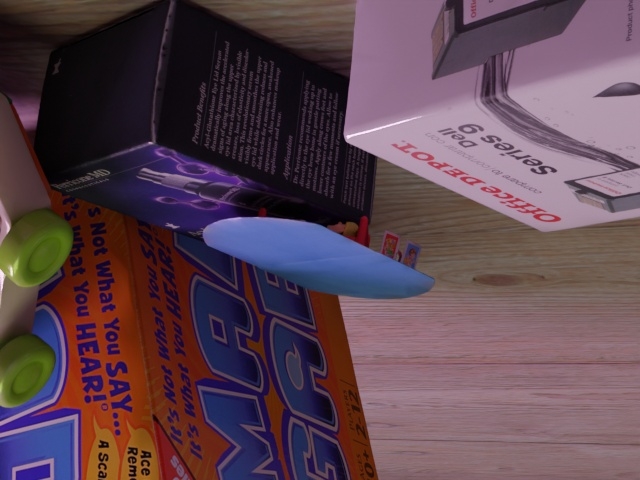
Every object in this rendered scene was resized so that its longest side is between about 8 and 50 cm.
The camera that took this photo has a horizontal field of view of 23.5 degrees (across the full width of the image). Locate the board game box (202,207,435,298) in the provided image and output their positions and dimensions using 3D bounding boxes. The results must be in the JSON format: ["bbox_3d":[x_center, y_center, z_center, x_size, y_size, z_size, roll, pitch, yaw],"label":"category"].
[{"bbox_3d":[0.000,0.000,1.104,0.168,0.033,0.133,25,159,-35],"label":"board game box"}]

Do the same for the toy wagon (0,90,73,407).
[{"bbox_3d":[-0.284,-0.047,1.119,0.267,0.068,0.344,36,131,24],"label":"toy wagon"}]

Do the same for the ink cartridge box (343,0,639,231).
[{"bbox_3d":[0.188,-0.104,0.913,0.211,0.122,0.289,22,157,-40],"label":"ink cartridge box"}]

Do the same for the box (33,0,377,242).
[{"bbox_3d":[-0.081,-0.075,1.123,0.207,0.108,0.153,19,159,-38],"label":"box"}]

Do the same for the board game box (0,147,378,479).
[{"bbox_3d":[-0.197,0.168,1.367,0.356,0.356,0.356,-24,151,22],"label":"board game box"}]
